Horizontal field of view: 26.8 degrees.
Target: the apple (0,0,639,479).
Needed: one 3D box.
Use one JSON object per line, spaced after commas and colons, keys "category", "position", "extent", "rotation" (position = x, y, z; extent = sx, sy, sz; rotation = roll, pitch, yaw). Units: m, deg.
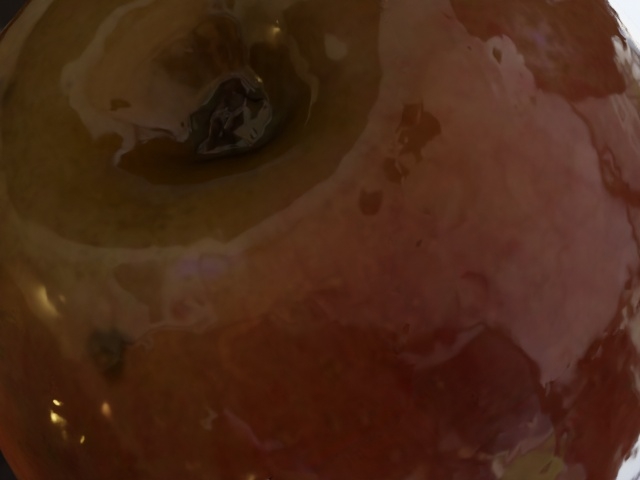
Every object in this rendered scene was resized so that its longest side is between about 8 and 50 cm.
{"category": "apple", "position": [0.000, 0.000, 0.640], "extent": [0.364, 0.364, 0.364], "rotation": [17, -118, -35]}
